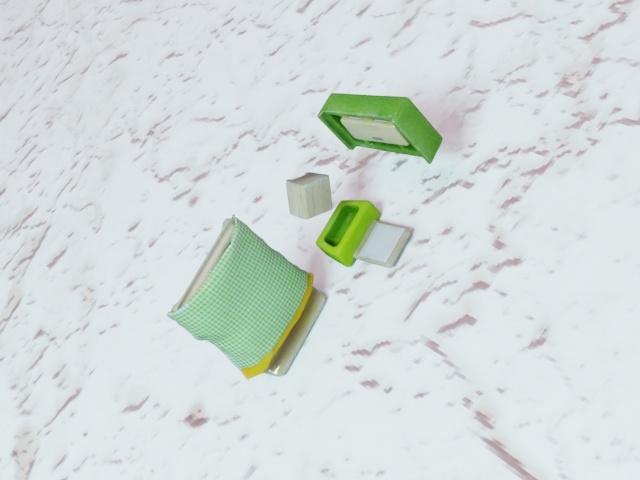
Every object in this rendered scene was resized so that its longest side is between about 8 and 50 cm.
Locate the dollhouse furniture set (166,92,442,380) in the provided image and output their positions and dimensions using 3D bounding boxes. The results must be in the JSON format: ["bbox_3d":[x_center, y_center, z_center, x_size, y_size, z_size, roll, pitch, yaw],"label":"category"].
[{"bbox_3d":[0.000,0.000,0.492,0.058,0.076,0.152,15,70,46],"label":"dollhouse furniture set"}]
